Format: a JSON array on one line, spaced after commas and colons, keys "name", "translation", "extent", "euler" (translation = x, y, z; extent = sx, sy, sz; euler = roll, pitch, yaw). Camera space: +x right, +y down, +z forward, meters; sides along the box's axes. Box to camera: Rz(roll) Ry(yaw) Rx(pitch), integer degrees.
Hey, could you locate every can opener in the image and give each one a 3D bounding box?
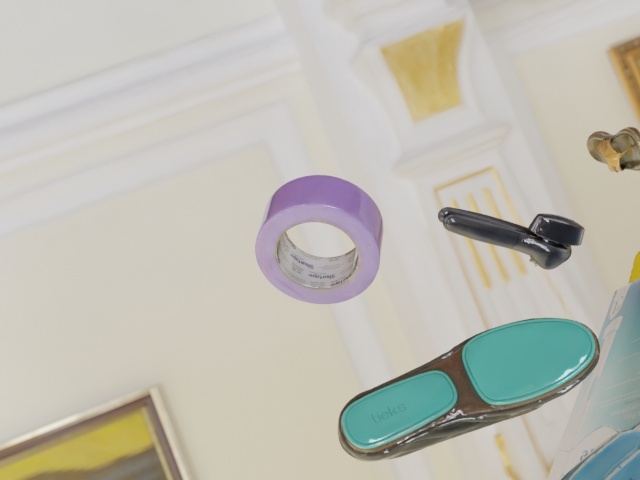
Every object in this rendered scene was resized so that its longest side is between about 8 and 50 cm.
[{"name": "can opener", "translation": [0.235, -0.010, 1.437], "extent": [0.186, 0.073, 0.059], "euler": [12, -170, -9]}]

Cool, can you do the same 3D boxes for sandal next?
[{"name": "sandal", "translation": [0.455, -0.136, 1.780], "extent": [0.049, 0.072, 0.180], "euler": [-27, -168, -11]}]

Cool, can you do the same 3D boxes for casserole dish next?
[{"name": "casserole dish", "translation": [0.274, 0.221, 1.005], "extent": [0.114, 0.037, 0.188], "euler": [28, -146, 32]}]

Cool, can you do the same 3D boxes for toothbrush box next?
[{"name": "toothbrush box", "translation": [0.395, 0.180, 1.317], "extent": [0.296, 0.126, 0.216], "euler": [-63, -175, -24]}]

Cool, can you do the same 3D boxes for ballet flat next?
[{"name": "ballet flat", "translation": [0.151, 0.155, 1.185], "extent": [0.280, 0.095, 0.096], "euler": [-20, 152, 4]}]

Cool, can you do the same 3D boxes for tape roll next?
[{"name": "tape roll", "translation": [0.000, 0.000, 1.732], "extent": [0.189, 0.189, 0.080], "euler": [-23, -149, 24]}]

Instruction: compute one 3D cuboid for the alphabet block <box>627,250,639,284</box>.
[{"name": "alphabet block", "translation": [0.629, 0.130, 1.882], "extent": [0.192, 0.197, 0.193], "euler": [-17, -139, 46]}]
